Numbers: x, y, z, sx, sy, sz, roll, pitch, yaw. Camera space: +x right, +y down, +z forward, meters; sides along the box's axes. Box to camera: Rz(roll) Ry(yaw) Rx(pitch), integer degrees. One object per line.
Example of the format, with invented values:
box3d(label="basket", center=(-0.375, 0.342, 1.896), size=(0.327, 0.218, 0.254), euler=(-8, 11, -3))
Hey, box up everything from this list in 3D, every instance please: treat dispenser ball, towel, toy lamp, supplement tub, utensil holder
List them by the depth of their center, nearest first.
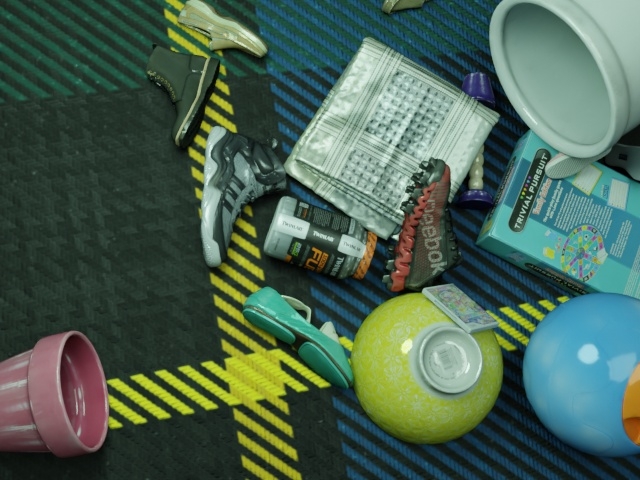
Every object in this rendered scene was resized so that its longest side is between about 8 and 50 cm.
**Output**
box3d(label="treat dispenser ball", center=(0.506, 0.235, 1.427), size=(0.288, 0.288, 0.288), euler=(2, 76, -10))
box3d(label="utensil holder", center=(0.564, -0.384, 1.470), size=(0.386, 0.327, 0.327), euler=(-32, 84, -11))
box3d(label="supplement tub", center=(0.000, 0.000, 1.480), size=(0.191, 0.117, 0.117), euler=(19, 74, -5))
box3d(label="towel", center=(0.133, -0.182, 1.537), size=(0.312, 0.056, 0.324), euler=(31, 91, -2))
box3d(label="toy lamp", center=(0.310, -0.202, 1.607), size=(0.080, 0.080, 0.274), euler=(7, 75, -9))

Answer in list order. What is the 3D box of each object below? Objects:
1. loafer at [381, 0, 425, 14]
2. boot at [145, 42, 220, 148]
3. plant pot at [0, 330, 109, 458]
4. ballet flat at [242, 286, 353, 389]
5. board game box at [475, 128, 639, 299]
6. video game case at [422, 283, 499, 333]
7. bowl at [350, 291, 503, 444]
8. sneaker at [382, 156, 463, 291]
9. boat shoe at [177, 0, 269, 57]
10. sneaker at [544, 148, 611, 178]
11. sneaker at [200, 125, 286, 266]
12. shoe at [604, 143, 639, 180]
box3d(label="loafer", center=(0.193, -0.507, 1.671), size=(0.148, 0.056, 0.050), euler=(-33, 78, -16))
box3d(label="boot", center=(-0.284, -0.276, 1.526), size=(0.137, 0.077, 0.197), euler=(17, 61, -1))
box3d(label="plant pot", center=(-0.464, 0.261, 1.302), size=(0.180, 0.201, 0.201), euler=(-12, 79, 3))
box3d(label="ballet flat", center=(-0.024, 0.166, 1.457), size=(0.247, 0.083, 0.087), euler=(37, 59, -2))
box3d(label="board game box", center=(0.510, -0.033, 1.600), size=(0.336, 0.079, 0.253), euler=(27, 72, -3))
box3d(label="video game case", center=(0.250, 0.120, 1.438), size=(0.087, 0.011, 0.122), euler=(-5, 37, -43))
box3d(label="bowl", center=(0.210, 0.219, 1.445), size=(0.290, 0.156, 0.289), euler=(3, 75, -10))
box3d(label="sneaker", center=(0.204, -0.019, 1.460), size=(0.135, 0.097, 0.276), euler=(13, 119, 0))
box3d(label="boat shoe", center=(-0.193, -0.400, 1.577), size=(0.190, 0.068, 0.072), euler=(31, 85, 8))
box3d(label="sneaker", center=(0.491, -0.173, 1.570), size=(0.134, 0.051, 0.070), euler=(-27, 43, 5))
box3d(label="sneaker", center=(-0.140, -0.080, 1.480), size=(0.153, 0.101, 0.268), euler=(4, 73, -7))
box3d(label="shoe", center=(0.651, -0.158, 1.616), size=(0.081, 0.178, 0.063), euler=(4, 106, -13))
